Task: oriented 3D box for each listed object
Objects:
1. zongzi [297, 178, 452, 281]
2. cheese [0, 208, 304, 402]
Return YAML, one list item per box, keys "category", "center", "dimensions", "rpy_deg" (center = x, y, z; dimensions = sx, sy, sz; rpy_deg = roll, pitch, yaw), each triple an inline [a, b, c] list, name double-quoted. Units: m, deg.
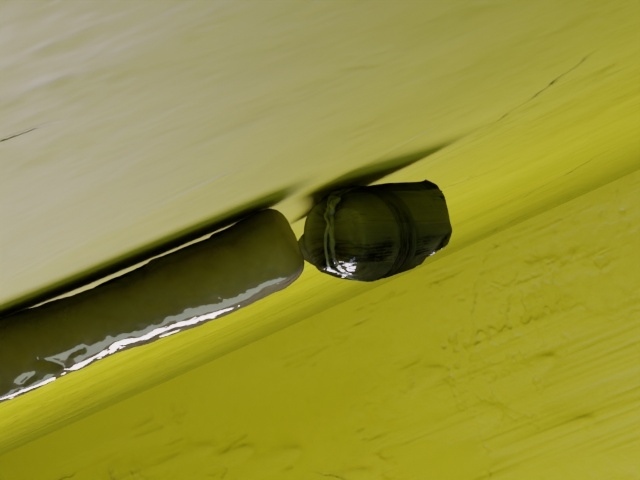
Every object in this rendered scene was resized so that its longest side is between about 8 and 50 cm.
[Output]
- category: "zongzi"
  center: [0.000, 0.000, 1.041]
  dimensions: [0.113, 0.052, 0.104]
  rpy_deg: [-10, 177, 36]
- category: "cheese"
  center: [-0.100, 0.037, 0.943]
  dimensions: [0.194, 0.043, 0.065]
  rpy_deg: [-23, 175, -8]
